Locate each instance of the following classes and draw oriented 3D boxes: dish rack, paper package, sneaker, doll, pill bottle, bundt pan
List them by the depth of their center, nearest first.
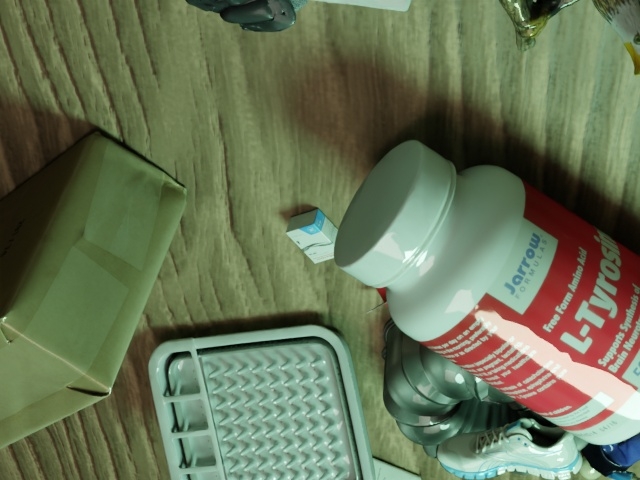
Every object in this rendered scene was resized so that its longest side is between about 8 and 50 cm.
[{"bbox_3d":[-0.058,-0.310,1.576,0.153,0.101,0.268,31,145,-18],"label":"sneaker"},{"bbox_3d":[0.228,0.056,1.806,0.407,0.229,0.229,31,139,-18],"label":"pill bottle"},{"bbox_3d":[-0.357,0.070,1.960,0.168,0.325,0.309,37,138,-23],"label":"paper package"},{"bbox_3d":[0.244,0.263,1.994,0.190,0.071,0.083,-3,132,11],"label":"sneaker"},{"bbox_3d":[0.231,0.211,2.080,0.330,0.124,0.331,11,142,9],"label":"bundt pan"},{"bbox_3d":[0.418,0.301,2.166,0.129,0.046,0.189,45,147,6],"label":"doll"},{"bbox_3d":[-0.076,0.264,2.210,0.332,0.072,0.286,-8,96,28],"label":"dish rack"}]

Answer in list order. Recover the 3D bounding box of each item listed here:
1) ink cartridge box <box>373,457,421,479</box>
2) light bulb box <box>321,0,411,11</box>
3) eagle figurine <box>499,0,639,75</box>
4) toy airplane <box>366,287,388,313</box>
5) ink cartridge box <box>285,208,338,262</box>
[{"bbox_3d":[-0.008,0.409,2.409,0.272,0.115,0.198,23,140,-7],"label":"ink cartridge box"},{"bbox_3d":[-0.067,-0.412,1.280,0.357,0.225,0.361,7,122,12],"label":"light bulb box"},{"bbox_3d":[0.302,-0.260,1.401,0.298,0.226,0.225,-16,104,21],"label":"eagle figurine"},{"bbox_3d":[0.112,0.070,1.996,0.151,0.028,0.151,26,131,34],"label":"toy airplane"},{"bbox_3d":[0.000,0.000,1.981,0.048,0.028,0.083,-17,131,35],"label":"ink cartridge box"}]
